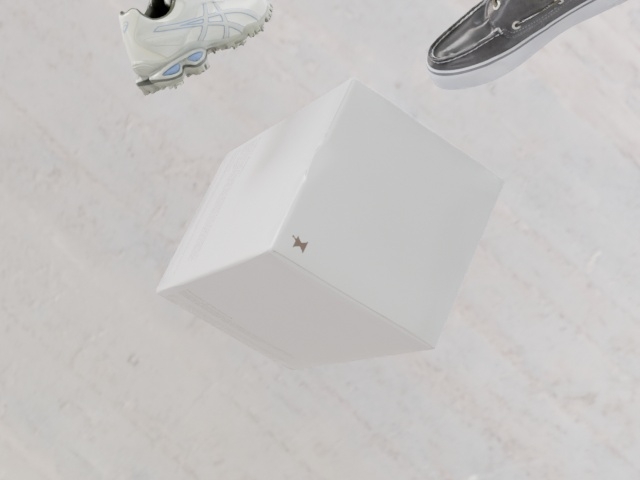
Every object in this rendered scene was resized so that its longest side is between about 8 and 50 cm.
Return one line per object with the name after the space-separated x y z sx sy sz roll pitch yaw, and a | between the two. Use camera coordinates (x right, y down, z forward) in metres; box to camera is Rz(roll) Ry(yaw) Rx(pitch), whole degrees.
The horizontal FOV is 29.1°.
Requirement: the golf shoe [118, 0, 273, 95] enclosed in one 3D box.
-0.110 -0.203 1.107 0.176 0.069 0.086 -43 115 -44 | golf shoe

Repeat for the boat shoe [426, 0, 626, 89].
0.181 -0.211 1.053 0.076 0.228 0.080 46 30 -39 | boat shoe

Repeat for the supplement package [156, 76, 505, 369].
0.000 0.000 1.151 0.175 0.293 0.177 32 69 -17 | supplement package
